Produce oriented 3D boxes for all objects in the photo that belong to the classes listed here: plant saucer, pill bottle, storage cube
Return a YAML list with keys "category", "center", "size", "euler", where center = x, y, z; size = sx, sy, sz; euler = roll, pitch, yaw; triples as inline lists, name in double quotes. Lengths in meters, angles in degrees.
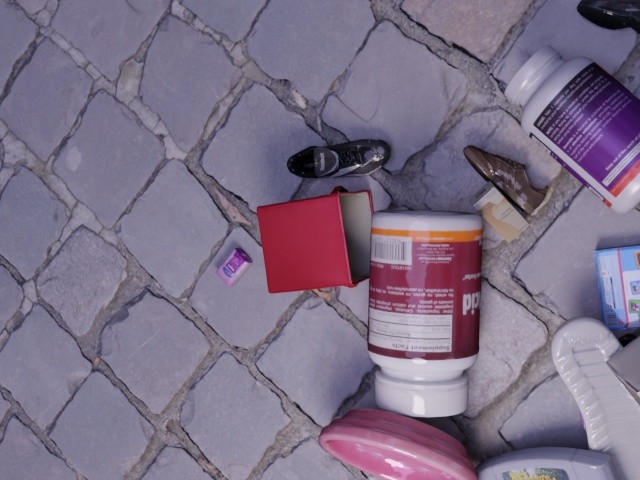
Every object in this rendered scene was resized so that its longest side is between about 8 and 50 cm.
- category: "plant saucer"
  center: [0.163, 0.424, 1.778]
  size: [0.332, 0.332, 0.084]
  euler: [11, 66, 22]
- category: "pill bottle"
  center: [0.503, -0.213, 1.632]
  size: [0.323, 0.181, 0.181]
  euler: [45, 109, 13]
- category: "pill bottle"
  center: [0.207, 0.138, 1.759]
  size: [0.224, 0.224, 0.392]
  euler: [3, 95, 22]
- category: "storage cube"
  center: [0.000, 0.000, 1.857]
  size: [0.193, 0.184, 0.215]
  euler: [-8, 91, 24]

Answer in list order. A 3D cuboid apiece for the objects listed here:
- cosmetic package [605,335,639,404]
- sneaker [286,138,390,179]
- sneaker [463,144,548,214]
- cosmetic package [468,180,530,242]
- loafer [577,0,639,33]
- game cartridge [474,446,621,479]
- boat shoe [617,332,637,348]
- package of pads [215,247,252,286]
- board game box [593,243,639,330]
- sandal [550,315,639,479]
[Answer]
- category: "cosmetic package"
  center: [0.661, 0.319, 1.558]
  size: [0.113, 0.160, 0.309]
  euler: [-39, 102, 6]
- category: "sneaker"
  center: [0.031, -0.169, 1.872]
  size: [0.234, 0.106, 0.078]
  euler: [-6, 92, 23]
- category: "sneaker"
  center: [0.372, -0.137, 1.767]
  size: [0.188, 0.066, 0.071]
  euler: [44, 92, 8]
- category: "cosmetic package"
  center: [0.356, -0.056, 1.751]
  size: [0.115, 0.041, 0.060]
  euler: [42, 104, -17]
- category: "loafer"
  center: [0.573, -0.434, 1.660]
  size: [0.170, 0.062, 0.061]
  euler: [19, 79, 17]
- category: "game cartridge"
  center: [0.448, 0.499, 1.721]
  size: [0.294, 0.060, 0.196]
  euler: [-18, 98, 39]
- category: "boat shoe"
  center: [0.564, 0.231, 1.717]
  size: [0.133, 0.042, 0.049]
  euler: [-45, 79, 21]
- category: "package of pads"
  center: [-0.200, 0.062, 2.026]
  size: [0.050, 0.032, 0.083]
  euler: [45, 109, 11]
- category: "board game box"
  center: [0.640, 0.084, 1.674]
  size: [0.212, 0.039, 0.160]
  euler: [-7, 91, 24]
- category: "sandal"
  center: [0.566, 0.320, 1.690]
  size: [0.169, 0.102, 0.416]
  euler: [-23, 102, 5]
